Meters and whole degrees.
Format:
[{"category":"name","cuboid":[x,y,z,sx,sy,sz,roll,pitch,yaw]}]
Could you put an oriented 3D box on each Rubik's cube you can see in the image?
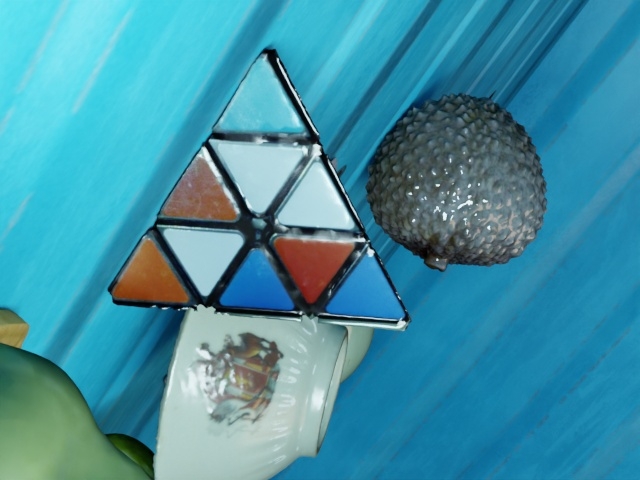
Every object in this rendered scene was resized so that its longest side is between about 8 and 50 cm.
[{"category":"Rubik's cube","cuboid":[0.000,0.000,0.978,0.284,0.234,0.250,-54,172,18]}]

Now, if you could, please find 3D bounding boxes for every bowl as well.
[{"category":"bowl","cuboid":[-0.060,0.151,1.146,0.337,0.157,0.337,13,90,-84]}]

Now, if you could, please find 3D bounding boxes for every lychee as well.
[{"category":"lychee","cuboid":[0.217,-0.086,1.577,0.300,0.300,0.300,-49,172,-10]}]

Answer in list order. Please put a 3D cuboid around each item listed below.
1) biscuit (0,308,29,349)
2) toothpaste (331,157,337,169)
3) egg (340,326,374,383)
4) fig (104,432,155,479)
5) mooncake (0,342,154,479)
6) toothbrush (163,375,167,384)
[{"category":"biscuit","cuboid":[-0.300,0.148,0.753,0.236,0.040,0.144,-48,177,2]},{"category":"toothpaste","cuboid":[-0.010,-0.025,1.454,0.089,0.057,0.234,-48,165,-24]},{"category":"egg","cuboid":[-0.027,0.115,1.432,0.203,0.203,0.282,-46,166,-29]},{"category":"fig","cuboid":[-0.302,0.340,1.158,0.275,0.206,0.206,-15,165,-7]},{"category":"mooncake","cuboid":[-0.220,0.196,0.421,0.351,0.351,0.187,-47,-178,-21]},{"category":"toothbrush","cuboid":[-0.224,0.222,1.527,0.014,0.017,0.162,-53,169,-18]}]
